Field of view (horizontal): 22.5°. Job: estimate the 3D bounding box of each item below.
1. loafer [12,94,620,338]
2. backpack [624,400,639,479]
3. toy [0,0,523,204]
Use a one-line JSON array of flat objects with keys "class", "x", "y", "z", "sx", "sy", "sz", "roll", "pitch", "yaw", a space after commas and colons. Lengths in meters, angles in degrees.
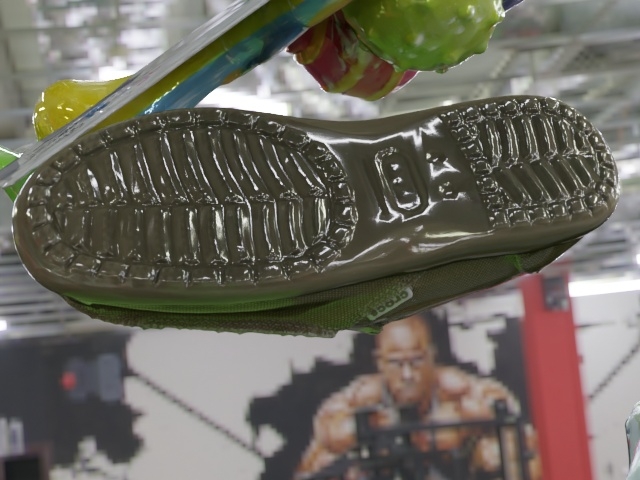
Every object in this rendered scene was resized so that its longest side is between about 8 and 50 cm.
[{"class": "loafer", "x": 0.000, "y": 0.000, "z": 0.394, "sx": 0.148, "sy": 0.056, "sz": 0.050, "roll": -4, "pitch": -34, "yaw": -12}, {"class": "backpack", "x": 0.245, "y": 0.134, "z": 0.698, "sx": 0.225, "sy": 0.191, "sz": 0.253, "roll": 18, "pitch": -29, "yaw": -1}, {"class": "toy", "x": 0.011, "y": -0.067, "z": 0.475, "sx": 0.237, "sy": 0.056, "sz": 0.137, "roll": -32, "pitch": 11, "yaw": -11}]
